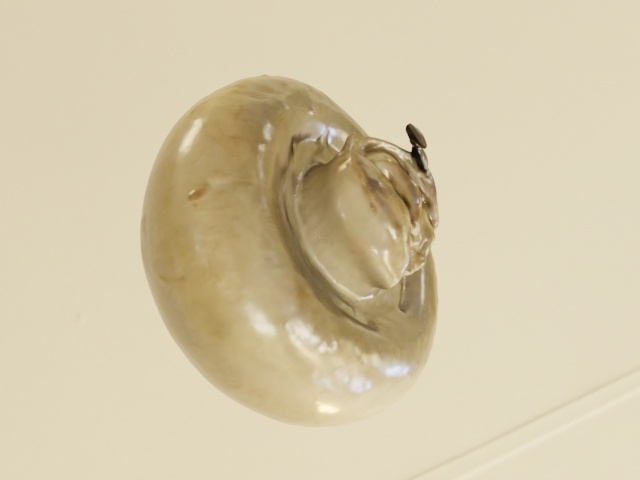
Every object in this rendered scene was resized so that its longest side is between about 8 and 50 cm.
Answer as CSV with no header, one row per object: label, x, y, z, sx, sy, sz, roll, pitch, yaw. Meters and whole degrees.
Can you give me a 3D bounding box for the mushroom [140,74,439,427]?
mushroom,0.000,0.000,1.204,0.362,0.295,0.362,39,-142,-39
